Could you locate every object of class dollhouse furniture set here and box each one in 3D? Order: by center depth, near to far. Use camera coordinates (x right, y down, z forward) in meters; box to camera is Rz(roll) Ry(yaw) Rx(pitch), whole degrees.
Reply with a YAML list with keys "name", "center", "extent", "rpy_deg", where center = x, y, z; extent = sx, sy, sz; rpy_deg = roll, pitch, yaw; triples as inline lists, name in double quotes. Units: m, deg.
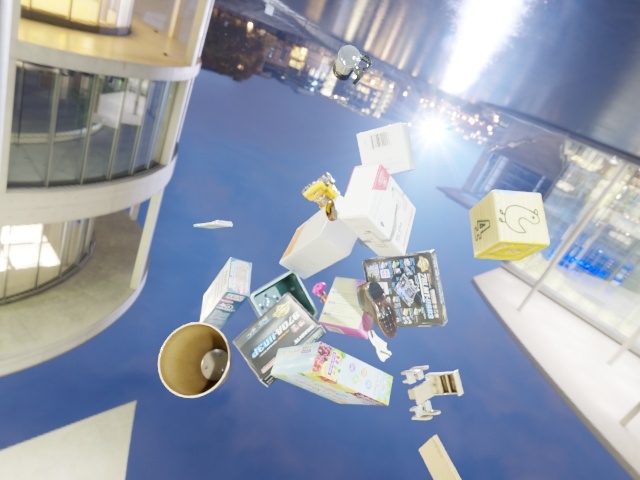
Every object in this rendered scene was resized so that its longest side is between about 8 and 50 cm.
- name: "dollhouse furniture set"
  center: [0.523, 0.687, 1.923]
  extent: [0.242, 0.161, 0.212]
  rpy_deg: [-2, -104, -46]

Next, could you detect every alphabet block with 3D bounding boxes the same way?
- name: "alphabet block"
  center: [0.673, -0.050, 1.502]
  extent: [0.192, 0.193, 0.197]
  rpy_deg: [3, -111, -5]

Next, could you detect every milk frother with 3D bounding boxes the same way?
- name: "milk frother"
  center: [0.131, -0.690, 1.594]
  extent: [0.129, 0.143, 0.135]
  rpy_deg: [31, 177, -7]

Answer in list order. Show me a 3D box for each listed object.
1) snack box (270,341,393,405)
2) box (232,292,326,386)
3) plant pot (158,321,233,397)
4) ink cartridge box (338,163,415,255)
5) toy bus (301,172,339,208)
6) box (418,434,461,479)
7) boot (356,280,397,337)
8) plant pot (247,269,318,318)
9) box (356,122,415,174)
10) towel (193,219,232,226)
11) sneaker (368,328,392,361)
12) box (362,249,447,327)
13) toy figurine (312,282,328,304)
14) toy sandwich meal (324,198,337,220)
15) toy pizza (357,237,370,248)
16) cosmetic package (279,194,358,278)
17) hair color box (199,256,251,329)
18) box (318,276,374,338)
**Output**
- name: "snack box"
  center: [0.023, 0.298, 0.916]
  extent: [0.207, 0.174, 0.070]
  rpy_deg: [33, -123, -23]
- name: "box"
  center: [-0.120, 0.276, 1.188]
  extent: [0.175, 0.220, 0.051]
  rpy_deg: [38, 164, 44]
- name: "plant pot"
  center: [-0.404, 0.427, 1.467]
  extent: [0.237, 0.237, 0.254]
  rpy_deg: [30, 164, 13]
- name: "ink cartridge box"
  center: [0.206, -0.098, 1.441]
  extent: [0.117, 0.207, 0.283]
  rpy_deg: [-2, 151, 40]
- name: "toy bus"
  center: [0.023, -0.235, 2.238]
  extent: [0.211, 0.149, 0.220]
  rpy_deg: [55, -160, -8]
- name: "box"
  center: [0.460, 0.870, 1.588]
  extent: [0.021, 0.164, 0.201]
  rpy_deg: [-11, -129, -23]
- name: "boot"
  center: [0.205, 0.249, 1.519]
  extent: [0.082, 0.219, 0.106]
  rpy_deg: [-23, -176, -24]
- name: "plant pot"
  center: [-0.211, 0.306, 2.007]
  extent: [0.248, 0.247, 0.252]
  rpy_deg: [-30, -173, -24]
- name: "box"
  center: [0.255, -0.342, 1.605]
  extent: [0.181, 0.181, 0.119]
  rpy_deg: [-9, -173, 27]
- name: "towel"
  center: [-0.515, -0.078, 1.995]
  extent: [0.152, 0.023, 0.113]
  rpy_deg: [-5, 173, 30]
- name: "sneaker"
  center: [0.190, 0.329, 1.328]
  extent: [0.109, 0.044, 0.040]
  rpy_deg: [61, -169, 30]
- name: "box"
  center: [0.338, 0.201, 1.680]
  extent: [0.293, 0.295, 0.073]
  rpy_deg: [-10, -176, 29]
- name: "toy figurine"
  center: [0.028, 0.299, 2.237]
  extent: [0.159, 0.173, 0.130]
  rpy_deg: [44, -112, 10]
- name: "toy sandwich meal"
  center: [0.044, -0.116, 1.568]
  extent: [0.029, 0.085, 0.085]
  rpy_deg: [1, -169, 31]
- name: "toy pizza"
  center: [0.206, -0.063, 1.870]
  extent: [0.032, 0.201, 0.201]
  rpy_deg: [-12, -141, -28]
- name: "cosmetic package"
  center: [0.000, 0.000, 1.909]
  extent: [0.161, 0.453, 0.230]
  rpy_deg: [34, -121, -14]
- name: "hair color box"
  center: [-0.422, 0.244, 1.838]
  extent: [0.105, 0.347, 0.173]
  rpy_deg: [18, -132, -25]
- name: "box"
  center: [0.143, 0.310, 1.944]
  extent: [0.214, 0.243, 0.117]
  rpy_deg: [3, 148, 35]
